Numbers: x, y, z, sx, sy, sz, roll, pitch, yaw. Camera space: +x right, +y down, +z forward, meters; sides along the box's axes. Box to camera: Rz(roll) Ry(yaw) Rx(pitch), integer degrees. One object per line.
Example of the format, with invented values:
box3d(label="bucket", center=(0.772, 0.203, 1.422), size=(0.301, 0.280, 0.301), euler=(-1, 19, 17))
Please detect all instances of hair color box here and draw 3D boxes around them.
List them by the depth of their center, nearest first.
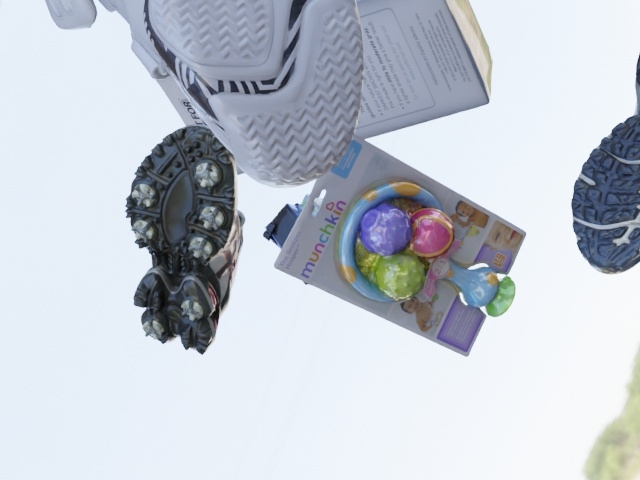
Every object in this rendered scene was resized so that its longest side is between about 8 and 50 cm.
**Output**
box3d(label="hair color box", center=(0.003, -0.217, 1.379), size=(0.185, 0.374, 0.113), euler=(60, -153, -34))

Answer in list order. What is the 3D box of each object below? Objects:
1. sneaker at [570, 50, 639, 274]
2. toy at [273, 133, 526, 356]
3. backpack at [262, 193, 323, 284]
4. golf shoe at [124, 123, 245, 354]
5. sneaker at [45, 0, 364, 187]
box3d(label="sneaker", center=(0.335, -0.075, 1.075), size=(0.283, 0.110, 0.122), euler=(-59, -37, -20))
box3d(label="toy", center=(0.090, 0.012, 1.018), size=(0.237, 0.056, 0.137), euler=(26, -91, -33))
box3d(label="backpack", center=(0.000, 0.000, 1.402), size=(0.084, 0.105, 0.114), euler=(-45, -20, 10))
box3d(label="golf shoe", center=(-0.125, -0.016, 1.113), size=(0.120, 0.105, 0.273), euler=(-61, -12, -47))
box3d(label="sneaker", center=(-0.101, -0.183, 0.813), size=(0.137, 0.365, 0.210), euler=(-23, -9, -25))
